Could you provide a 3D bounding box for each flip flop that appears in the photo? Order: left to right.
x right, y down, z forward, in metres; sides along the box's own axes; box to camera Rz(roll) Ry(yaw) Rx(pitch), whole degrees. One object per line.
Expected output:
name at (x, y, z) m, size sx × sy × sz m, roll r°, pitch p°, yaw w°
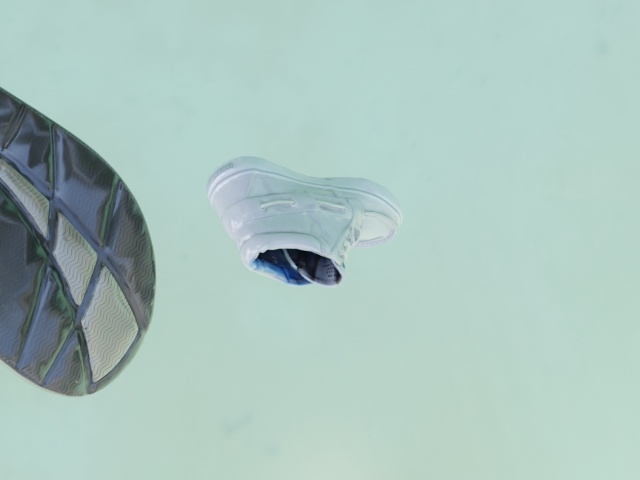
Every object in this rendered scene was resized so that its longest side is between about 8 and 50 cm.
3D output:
flip flop at (-0.194, -0.032, 0.768) m, size 0.277 × 0.080 × 0.112 m, roll 41°, pitch 73°, yaw -18°

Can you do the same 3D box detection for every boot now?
boot at (0.000, 0.000, 1.557) m, size 0.095 × 0.258 × 0.123 m, roll -45°, pitch 52°, yaw 33°
